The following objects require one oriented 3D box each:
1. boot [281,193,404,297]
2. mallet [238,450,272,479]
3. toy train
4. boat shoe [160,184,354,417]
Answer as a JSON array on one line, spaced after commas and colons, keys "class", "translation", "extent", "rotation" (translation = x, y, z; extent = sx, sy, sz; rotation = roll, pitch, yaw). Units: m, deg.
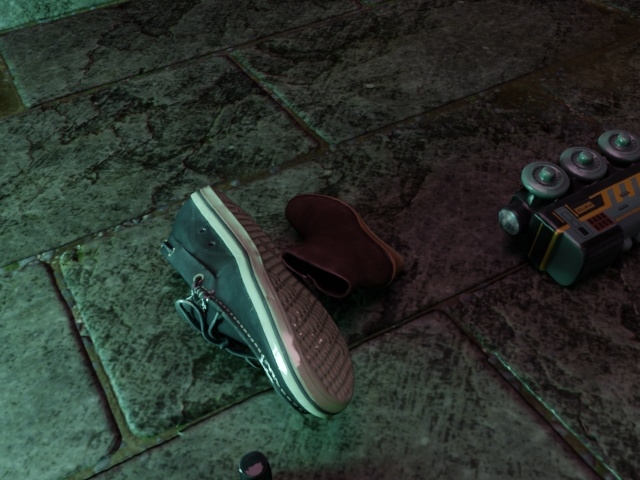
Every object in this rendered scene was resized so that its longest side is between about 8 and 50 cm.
[{"class": "boot", "translation": [0.000, 0.000, 1.154], "extent": [0.248, 0.090, 0.207], "rotation": [31, 22, 25]}, {"class": "mallet", "translation": [-0.060, 0.347, 0.866], "extent": [0.039, 0.062, 0.189], "rotation": [-14, 57, -8]}, {"class": "toy train", "translation": [0.459, -0.058, 1.211], "extent": [0.334, 0.142, 0.190], "rotation": [-23, 56, -22]}, {"class": "boat shoe", "translation": [-0.107, 0.092, 1.046], "extent": [0.156, 0.187, 0.500], "rotation": [-45, 41, 3]}]
